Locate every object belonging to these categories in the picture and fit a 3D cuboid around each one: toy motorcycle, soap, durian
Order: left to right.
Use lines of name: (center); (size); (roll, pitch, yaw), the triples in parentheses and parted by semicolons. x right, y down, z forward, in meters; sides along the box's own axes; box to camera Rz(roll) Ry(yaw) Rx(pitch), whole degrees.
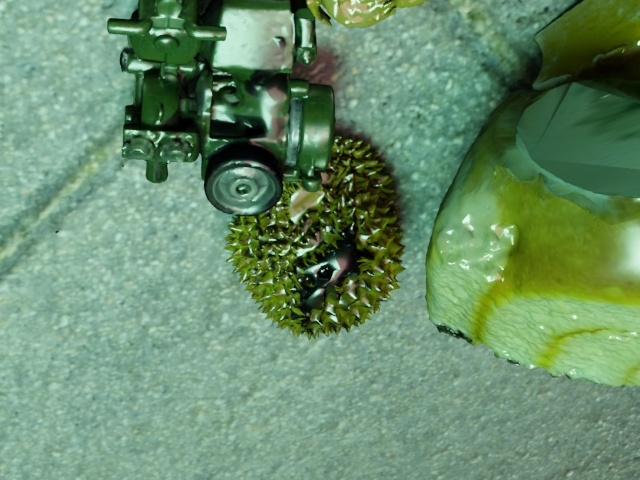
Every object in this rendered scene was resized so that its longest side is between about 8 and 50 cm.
toy motorcycle: (-0.080, -0.151, 1.047); (0.205, 0.127, 0.275); (2, 127, -8)
durian: (0.000, 0.000, 1.198); (0.193, 0.138, 0.237); (-36, 128, 8)
soap: (0.389, -0.168, 1.205); (0.259, 0.143, 0.281); (-33, 134, 28)

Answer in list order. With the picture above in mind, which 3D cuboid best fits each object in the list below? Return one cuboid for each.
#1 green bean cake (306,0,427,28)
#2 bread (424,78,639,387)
green bean cake: (0.064, -0.307, 0.966); (0.229, 0.131, 0.224); (-23, 113, 5)
bread: (0.255, -0.020, 1.114); (0.395, 0.239, 0.264); (5, 151, 29)
